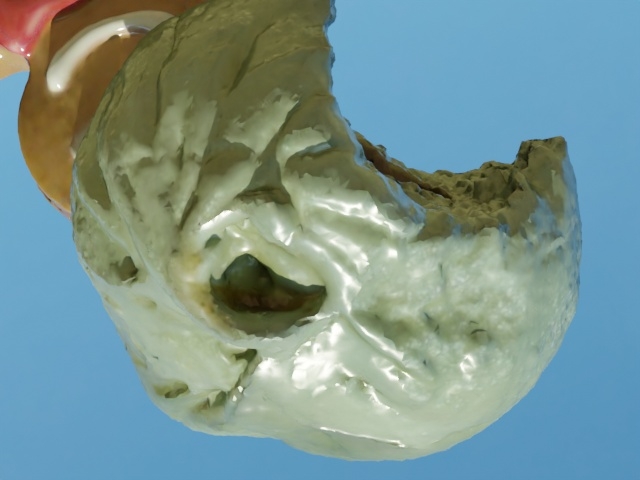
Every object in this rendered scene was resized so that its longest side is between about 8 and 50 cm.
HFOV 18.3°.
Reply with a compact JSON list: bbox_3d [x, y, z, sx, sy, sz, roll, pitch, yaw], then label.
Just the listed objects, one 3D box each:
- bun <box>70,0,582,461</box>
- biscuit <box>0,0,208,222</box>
[{"bbox_3d":[0.000,0.000,0.793,0.212,0.204,0.126,9,-155,5],"label":"bun"},{"bbox_3d":[-0.114,-0.153,0.931,0.216,0.047,0.339,-19,-112,4],"label":"biscuit"}]
